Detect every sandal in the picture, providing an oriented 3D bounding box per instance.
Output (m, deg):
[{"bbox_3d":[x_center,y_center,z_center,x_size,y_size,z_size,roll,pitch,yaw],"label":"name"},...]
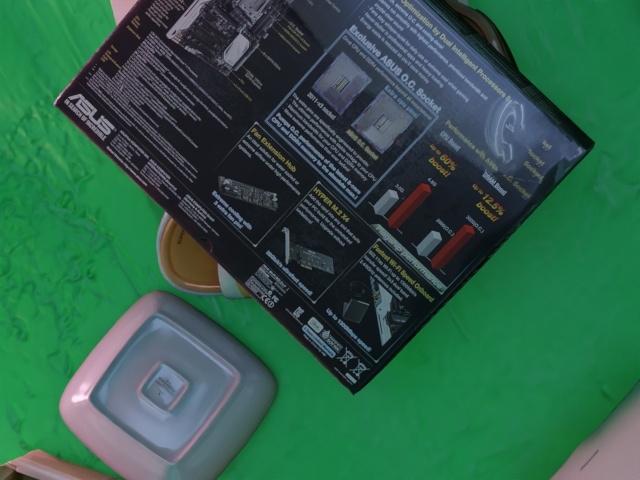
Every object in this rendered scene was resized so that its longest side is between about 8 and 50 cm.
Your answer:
[{"bbox_3d":[-0.001,-0.010,1.281,0.265,0.076,0.102,-9,107,7],"label":"sandal"}]

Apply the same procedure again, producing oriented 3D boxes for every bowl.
[{"bbox_3d":[-0.119,0.119,1.300,0.142,0.053,0.142,37,78,6],"label":"bowl"}]

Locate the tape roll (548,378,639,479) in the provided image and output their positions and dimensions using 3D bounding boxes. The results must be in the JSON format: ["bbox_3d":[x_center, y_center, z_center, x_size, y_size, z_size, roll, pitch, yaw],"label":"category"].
[{"bbox_3d":[0.274,0.229,1.177,0.246,0.246,0.169,42,95,5],"label":"tape roll"}]

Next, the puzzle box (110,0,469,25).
[{"bbox_3d":[-0.048,-0.274,1.308,0.272,0.052,0.409,-14,89,6],"label":"puzzle box"}]

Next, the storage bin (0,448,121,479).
[{"bbox_3d":[-0.166,0.329,1.291,0.262,0.123,0.260,19,93,7],"label":"storage bin"}]

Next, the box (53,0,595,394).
[{"bbox_3d":[0.000,-0.084,1.188,0.307,0.076,0.242,43,106,5],"label":"box"}]

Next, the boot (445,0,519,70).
[{"bbox_3d":[0.055,-0.133,1.242,0.152,0.073,0.197,-33,84,10],"label":"boot"}]
